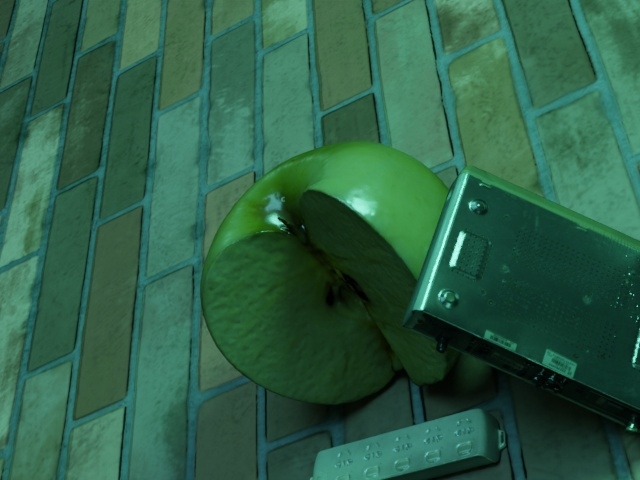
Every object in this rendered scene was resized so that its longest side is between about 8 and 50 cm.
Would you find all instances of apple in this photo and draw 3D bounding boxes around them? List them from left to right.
[{"bbox_3d":[0.033,0.028,1.411,0.295,0.258,0.233,-28,28,33],"label":"apple"}]

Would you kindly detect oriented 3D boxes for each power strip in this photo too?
[{"bbox_3d":[0.075,0.233,1.361,0.253,0.027,0.060,-19,41,23],"label":"power strip"}]

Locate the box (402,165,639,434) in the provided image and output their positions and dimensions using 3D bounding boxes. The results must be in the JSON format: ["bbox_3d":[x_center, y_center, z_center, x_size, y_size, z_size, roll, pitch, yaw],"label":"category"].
[{"bbox_3d":[0.230,0.058,1.252,0.045,0.270,0.210,119,176,-57],"label":"box"}]
